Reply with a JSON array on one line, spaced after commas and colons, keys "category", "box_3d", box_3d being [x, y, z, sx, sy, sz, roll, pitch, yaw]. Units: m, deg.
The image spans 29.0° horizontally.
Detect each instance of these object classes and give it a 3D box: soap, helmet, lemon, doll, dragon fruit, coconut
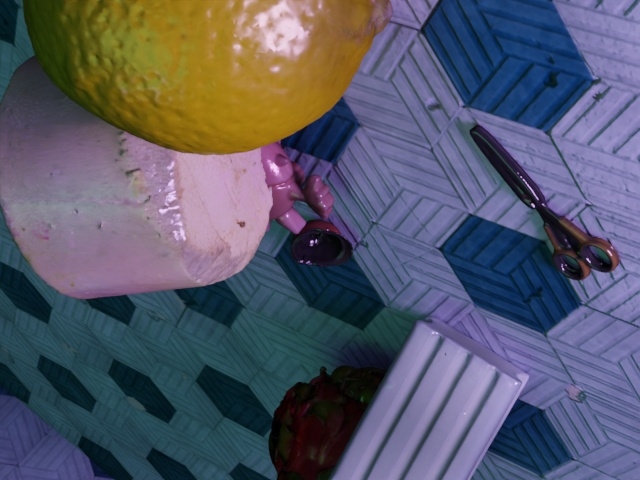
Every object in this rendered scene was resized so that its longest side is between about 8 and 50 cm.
[{"category": "soap", "box_3d": [0.139, 0.252, 1.624, 0.160, 0.265, 0.087, 30, -169, 16]}, {"category": "helmet", "box_3d": [0.001, -0.001, 1.646, 0.084, 0.049, 0.065, 4, 128, -4]}, {"category": "lemon", "box_3d": [-0.115, -0.235, 1.177, 0.336, 0.336, 0.336, 29, 149, 19]}, {"category": "doll", "box_3d": [-0.097, -0.092, 1.590, 0.262, 0.093, 0.211, 19, 141, 29]}, {"category": "dragon fruit", "box_3d": [0.068, 0.308, 1.820, 0.303, 0.237, 0.231, 4, 157, 27]}, {"category": "coconut", "box_3d": [-0.236, -0.081, 1.445, 0.310, 0.297, 0.297, -1, 134, 27]}]

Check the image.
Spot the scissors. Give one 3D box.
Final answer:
[{"category": "scissors", "box_3d": [0.236, -0.042, 1.344, 0.220, 0.017, 0.088, 48, 151, -12]}]
